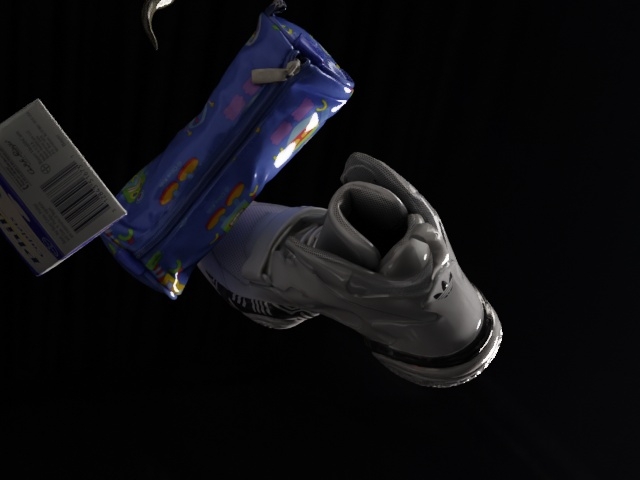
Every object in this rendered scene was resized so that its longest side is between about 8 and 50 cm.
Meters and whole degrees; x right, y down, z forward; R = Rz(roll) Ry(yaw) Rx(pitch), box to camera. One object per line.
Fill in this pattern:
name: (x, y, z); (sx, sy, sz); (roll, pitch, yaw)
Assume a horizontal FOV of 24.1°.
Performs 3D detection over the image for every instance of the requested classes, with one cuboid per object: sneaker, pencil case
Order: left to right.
pencil case: (-0.097, -0.086, 1.483); (0.119, 0.306, 0.133); (40, -177, 0)
sneaker: (0.000, 0.000, 1.463); (0.365, 0.210, 0.137); (23, -116, 32)

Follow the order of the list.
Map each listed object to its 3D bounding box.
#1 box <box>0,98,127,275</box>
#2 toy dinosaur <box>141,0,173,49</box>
box: (-0.249, -0.043, 1.327); (0.072, 0.126, 0.137); (-39, -175, -21)
toy dinosaur: (-0.185, -0.394, 1.952); (0.121, 0.314, 0.160); (-3, 172, -15)
